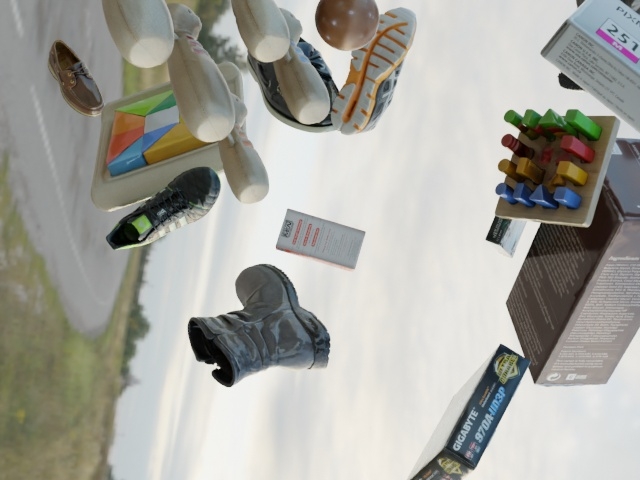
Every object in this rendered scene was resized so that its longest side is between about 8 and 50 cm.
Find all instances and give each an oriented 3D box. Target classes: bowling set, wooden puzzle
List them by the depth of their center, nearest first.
[{"bbox_3d":[-0.054,-0.181,0.852,0.287,0.200,0.154,61,6,-57],"label":"bowling set"},{"bbox_3d":[-0.212,-0.155,1.350,0.238,0.221,0.044,-101,171,-49],"label":"wooden puzzle"}]

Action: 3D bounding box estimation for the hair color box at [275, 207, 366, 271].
[{"bbox_3d":[0.000,0.000,1.671,0.043,0.141,0.071,108,-1,-82],"label":"hair color box"}]

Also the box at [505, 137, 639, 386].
[{"bbox_3d":[0.430,0.040,1.539,0.191,0.143,0.381,-100,-164,-44],"label":"box"}]

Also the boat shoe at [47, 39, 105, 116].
[{"bbox_3d":[-0.468,-0.309,1.856,0.178,0.064,0.060,53,-28,21],"label":"boat shoe"}]

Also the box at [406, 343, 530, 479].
[{"bbox_3d":[0.197,0.259,1.339,0.175,0.051,0.220,-55,173,-28],"label":"box"}]

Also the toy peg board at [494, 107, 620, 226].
[{"bbox_3d":[0.313,-0.113,1.372,0.161,0.079,0.160,9,-103,51],"label":"toy peg board"}]

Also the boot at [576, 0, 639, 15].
[{"bbox_3d":[0.634,-0.383,1.344,0.367,0.446,0.146,141,-51,-69],"label":"boot"}]

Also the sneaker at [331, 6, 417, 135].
[{"bbox_3d":[0.090,-0.263,1.524,0.083,0.084,0.214,2,120,-61],"label":"sneaker"}]

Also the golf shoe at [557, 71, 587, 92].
[{"bbox_3d":[0.588,-0.330,1.994,0.094,0.198,0.077,54,31,-66],"label":"golf shoe"}]

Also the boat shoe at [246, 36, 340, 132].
[{"bbox_3d":[-0.047,-0.308,1.735,0.340,0.127,0.113,-118,-158,-50],"label":"boat shoe"}]

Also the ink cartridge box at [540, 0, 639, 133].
[{"bbox_3d":[0.407,-0.184,1.103,0.239,0.275,0.060,-44,172,-46],"label":"ink cartridge box"}]

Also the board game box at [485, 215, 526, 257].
[{"bbox_3d":[0.314,-0.042,1.581,0.126,0.026,0.186,-68,161,0],"label":"board game box"}]

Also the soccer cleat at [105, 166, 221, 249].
[{"bbox_3d":[-0.197,-0.034,1.226,0.179,0.060,0.072,-30,-176,32],"label":"soccer cleat"}]

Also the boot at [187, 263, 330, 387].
[{"bbox_3d":[-0.147,0.142,1.802,0.338,0.223,0.118,37,-53,55],"label":"boot"}]
